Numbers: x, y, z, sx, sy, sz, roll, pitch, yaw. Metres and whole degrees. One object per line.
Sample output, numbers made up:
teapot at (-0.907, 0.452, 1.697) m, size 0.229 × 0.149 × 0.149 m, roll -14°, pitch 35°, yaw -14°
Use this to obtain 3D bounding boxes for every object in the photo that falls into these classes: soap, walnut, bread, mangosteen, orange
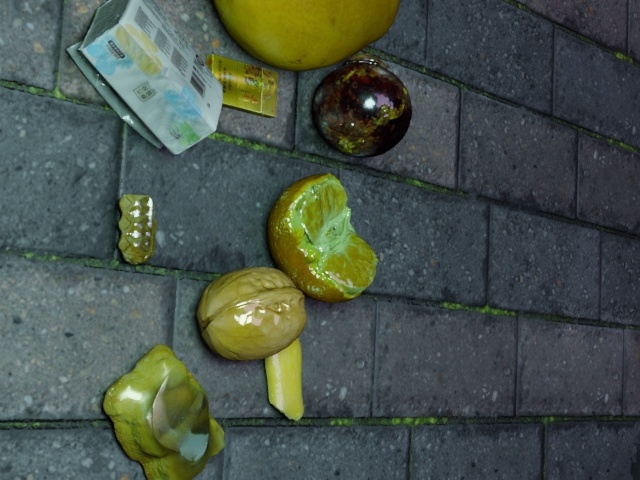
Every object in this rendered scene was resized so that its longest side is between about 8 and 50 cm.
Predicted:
soap at (-0.067, 0.244, 1.817) m, size 0.089 × 0.033 × 0.168 m, roll 2°, pitch 86°, yaw -42°
walnut at (-0.114, 0.123, 1.698) m, size 0.207 × 0.159 × 0.159 m, roll -8°, pitch 93°, yaw -39°
bread at (-0.293, -0.016, 1.596) m, size 0.066 × 0.060 × 0.110 m, roll 11°, pitch 77°, yaw -72°
mangosteen at (0.086, -0.268, 1.899) m, size 0.192 × 0.192 × 0.217 m, roll 47°, pitch 47°, yaw -32°
orange at (-0.005, -0.001, 1.806) m, size 0.179 × 0.158 × 0.237 m, roll -46°, pitch 115°, yaw -43°
bread at (-0.241, 0.292, 1.607) m, size 0.160 × 0.088 × 0.233 m, roll -51°, pitch 122°, yaw -37°

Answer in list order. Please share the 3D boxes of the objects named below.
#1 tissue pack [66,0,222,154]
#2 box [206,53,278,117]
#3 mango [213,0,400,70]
tissue pack at (-0.281, -0.261, 1.588) m, size 0.229 × 0.145 × 0.159 m, roll 50°, pitch 23°, yaw -31°
box at (-0.139, -0.275, 1.788) m, size 0.156 × 0.022 × 0.089 m, roll 10°, pitch 81°, yaw -44°
mango at (-0.007, -0.456, 1.793) m, size 0.446 × 0.232 × 0.300 m, roll -14°, pitch 92°, yaw -50°
